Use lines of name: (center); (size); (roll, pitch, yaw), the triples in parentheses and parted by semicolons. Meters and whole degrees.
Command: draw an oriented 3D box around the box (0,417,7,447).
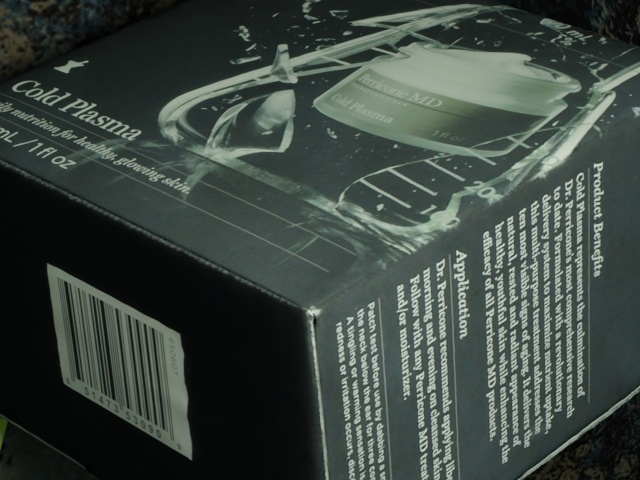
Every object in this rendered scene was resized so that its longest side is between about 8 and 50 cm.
box: (-0.328, 0.123, 1.724); (0.105, 0.043, 0.179); (13, 96, -39)

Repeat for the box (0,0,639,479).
box: (0.000, 0.000, 1.613); (0.471, 0.480, 0.297); (-29, 128, -37)
